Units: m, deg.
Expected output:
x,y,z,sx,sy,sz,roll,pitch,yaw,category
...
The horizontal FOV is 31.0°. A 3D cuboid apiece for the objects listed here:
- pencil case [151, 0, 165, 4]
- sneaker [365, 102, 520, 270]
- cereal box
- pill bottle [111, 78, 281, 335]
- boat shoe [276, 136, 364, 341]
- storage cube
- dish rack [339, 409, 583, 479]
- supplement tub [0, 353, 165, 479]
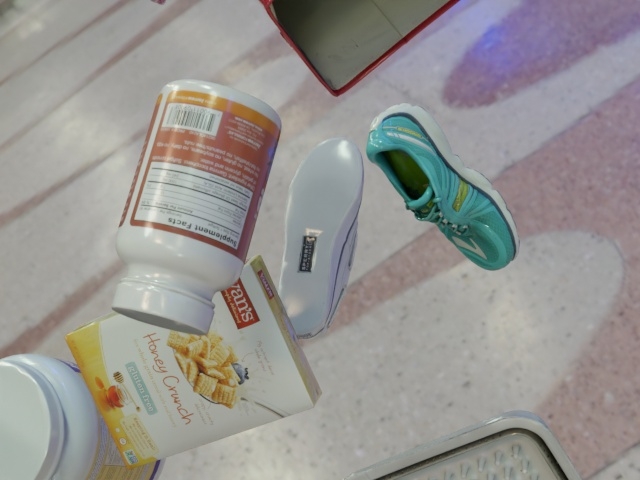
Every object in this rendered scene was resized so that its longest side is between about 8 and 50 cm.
x,y,z,sx,sy,sz,roll,pitch,yaw,category
-0.256,-0.348,1.173,0.124,0.284,0.124,-61,13,25,pencil case
0.156,-0.054,1.550,0.107,0.275,0.110,-34,16,39,sneaker
-0.139,0.136,1.265,0.240,0.173,0.047,-22,8,18,cereal box
-0.118,-0.028,1.064,0.121,0.121,0.216,2,72,49,pill bottle
0.000,0.000,1.452,0.095,0.084,0.258,14,79,18,boat shoe
0.005,-0.291,1.099,0.183,0.215,0.193,-38,63,5,storage cube
0.198,0.364,1.491,0.332,0.286,0.072,-26,16,23,dish rack
-0.401,0.298,1.730,0.241,0.331,0.241,-4,76,19,supplement tub
